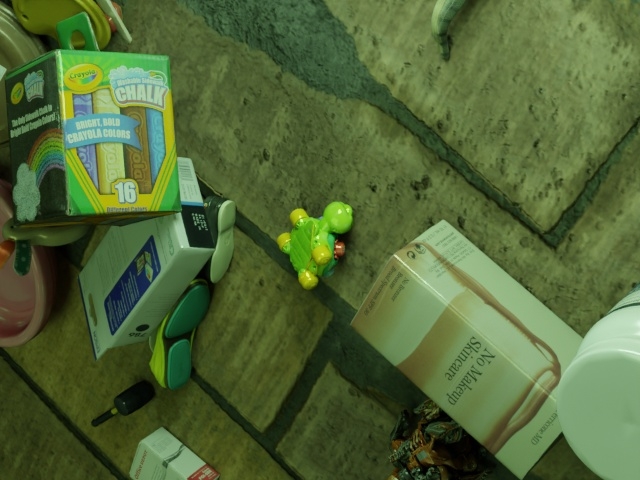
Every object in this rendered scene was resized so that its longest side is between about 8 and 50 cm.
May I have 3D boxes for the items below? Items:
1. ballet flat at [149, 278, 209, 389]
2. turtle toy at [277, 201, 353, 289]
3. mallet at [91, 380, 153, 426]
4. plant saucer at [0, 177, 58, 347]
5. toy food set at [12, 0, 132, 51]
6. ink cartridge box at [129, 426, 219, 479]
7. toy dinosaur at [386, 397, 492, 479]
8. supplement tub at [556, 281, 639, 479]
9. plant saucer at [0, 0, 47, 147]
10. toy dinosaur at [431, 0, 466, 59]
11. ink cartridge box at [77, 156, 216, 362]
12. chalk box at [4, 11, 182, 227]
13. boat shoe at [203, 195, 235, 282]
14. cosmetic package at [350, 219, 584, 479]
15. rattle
[{"bbox_3d":[-0.230,0.133,2.098,0.077,0.077,0.231,44,136,31],"label":"ballet flat"},{"bbox_3d":[0.000,0.000,1.834,0.095,0.066,0.130,59,138,31],"label":"turtle toy"},{"bbox_3d":[-0.352,0.291,2.286,0.190,0.062,0.039,-34,88,45],"label":"mallet"},{"bbox_3d":[-0.562,0.018,2.298,0.332,0.084,0.332,20,124,32],"label":"plant saucer"},{"bbox_3d":[-0.345,-0.340,1.945,0.218,0.071,0.128,2,138,41],"label":"toy food set"},{"bbox_3d":[-0.245,0.392,2.256,0.135,0.056,0.099,37,131,18],"label":"ink cartridge box"},{"bbox_3d":[0.167,0.355,1.869,0.218,0.164,0.322,43,153,33],"label":"toy dinosaur"},{"bbox_3d":[0.388,0.131,1.441,0.191,0.272,0.191,19,124,31],"label":"supplement tub"},{"bbox_3d":[-0.549,-0.257,2.088,0.278,0.041,0.277,5,124,8],"label":"plant saucer"},{"bbox_3d":[0.156,-0.329,1.536,0.118,0.064,0.268,41,136,6],"label":"toy dinosaur"},{"bbox_3d":[-0.268,0.035,2.032,0.332,0.065,0.165,-47,51,43],"label":"ink cartridge box"},{"bbox_3d":[-0.322,-0.169,1.891,0.180,0.179,0.288,-8,84,53],"label":"chalk box"},{"bbox_3d":[-0.154,-0.002,1.974,0.042,0.049,0.133,19,117,26],"label":"boat shoe"},{"bbox_3d":[0.202,0.135,1.698,0.296,0.129,0.153,40,131,15],"label":"cosmetic package"},{"bbox_3d":[-0.433,-0.050,2.071,0.130,0.200,0.142,41,132,15],"label":"rattle"}]
